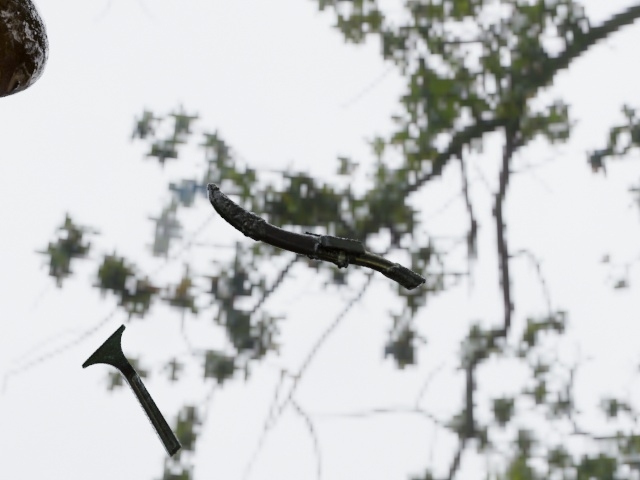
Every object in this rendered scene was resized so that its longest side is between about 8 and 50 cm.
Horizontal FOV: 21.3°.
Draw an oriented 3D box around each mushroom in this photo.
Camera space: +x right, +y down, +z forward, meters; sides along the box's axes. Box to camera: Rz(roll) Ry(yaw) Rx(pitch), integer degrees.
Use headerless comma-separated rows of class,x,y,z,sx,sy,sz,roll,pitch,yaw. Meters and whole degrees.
mushroom,-0.390,-0.241,1.799,0.231,0.194,0.138,24,-43,18

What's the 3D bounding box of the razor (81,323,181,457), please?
razor,-0.196,0.178,1.875,0.033,0.066,0.190,25,-29,41

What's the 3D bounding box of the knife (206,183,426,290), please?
knife,-0.001,0.004,1.496,0.222,0.046,0.021,22,-50,-18
